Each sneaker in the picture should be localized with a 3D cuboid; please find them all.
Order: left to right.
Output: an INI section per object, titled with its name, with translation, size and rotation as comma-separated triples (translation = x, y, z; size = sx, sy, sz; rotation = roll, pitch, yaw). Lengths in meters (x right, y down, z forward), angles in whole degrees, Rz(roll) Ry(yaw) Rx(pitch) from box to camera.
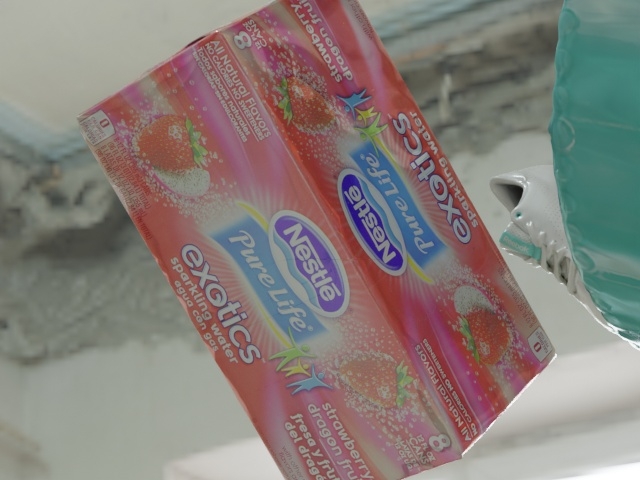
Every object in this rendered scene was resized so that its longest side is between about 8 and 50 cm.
[sneaker]
translation = 0.198, 0.008, 1.417
size = 0.094, 0.212, 0.080
rotation = 2, -58, -16

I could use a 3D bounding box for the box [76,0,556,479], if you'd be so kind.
[box]
translation = 0.000, 0.000, 1.099
size = 0.142, 0.300, 0.154
rotation = -25, 6, 38

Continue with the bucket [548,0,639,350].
[bucket]
translation = 0.221, -0.058, 0.594
size = 0.183, 0.281, 0.281
rotation = 12, -10, 39
